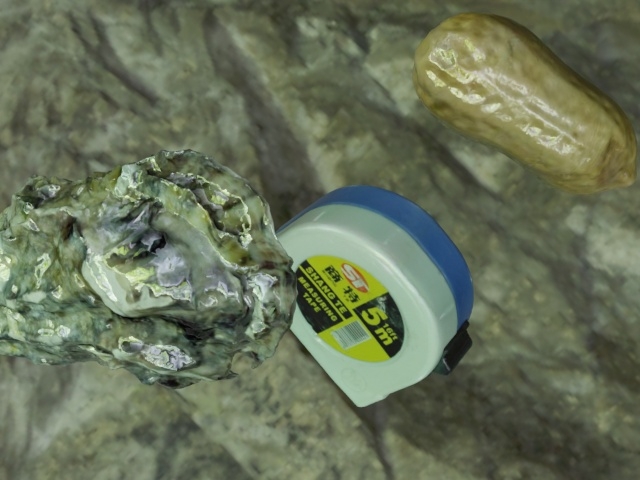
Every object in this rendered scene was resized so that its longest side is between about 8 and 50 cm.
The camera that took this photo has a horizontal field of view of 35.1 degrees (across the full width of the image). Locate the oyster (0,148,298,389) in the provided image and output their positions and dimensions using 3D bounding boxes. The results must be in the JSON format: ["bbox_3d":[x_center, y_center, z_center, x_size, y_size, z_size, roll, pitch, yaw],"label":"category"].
[{"bbox_3d":[-0.128,0.018,0.567,0.252,0.199,0.087,21,-139,15],"label":"oyster"}]

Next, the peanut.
[{"bbox_3d":[0.190,-0.119,0.910,0.236,0.120,0.110,29,-106,-16],"label":"peanut"}]

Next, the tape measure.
[{"bbox_3d":[0.000,0.000,1.007,0.351,0.215,0.098,49,-130,-7],"label":"tape measure"}]
